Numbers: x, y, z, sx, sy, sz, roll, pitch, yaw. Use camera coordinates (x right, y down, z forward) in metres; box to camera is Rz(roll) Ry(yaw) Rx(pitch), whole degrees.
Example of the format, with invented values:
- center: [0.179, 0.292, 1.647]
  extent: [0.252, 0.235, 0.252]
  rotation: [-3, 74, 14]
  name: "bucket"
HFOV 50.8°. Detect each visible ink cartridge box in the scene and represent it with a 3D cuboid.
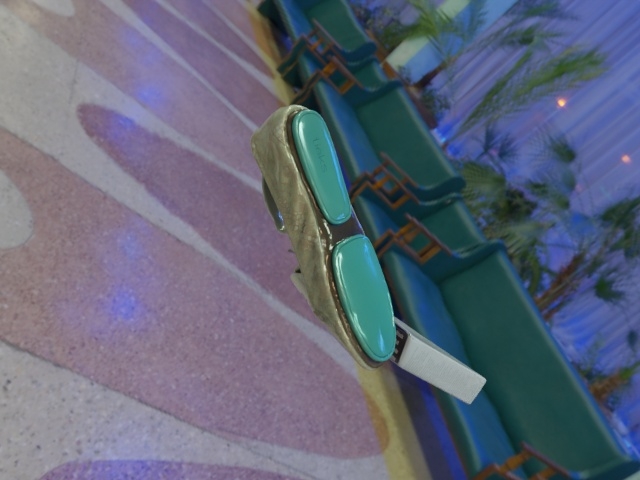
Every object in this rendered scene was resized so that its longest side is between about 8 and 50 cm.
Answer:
- center: [0.074, 0.111, 0.871]
  extent: [0.224, 0.045, 0.223]
  rotation: [36, -2, -37]
  name: "ink cartridge box"

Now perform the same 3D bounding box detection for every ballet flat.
- center: [0.000, 0.000, 0.420]
  extent: [0.057, 0.052, 0.168]
  rotation: [-15, 88, -50]
  name: "ballet flat"
